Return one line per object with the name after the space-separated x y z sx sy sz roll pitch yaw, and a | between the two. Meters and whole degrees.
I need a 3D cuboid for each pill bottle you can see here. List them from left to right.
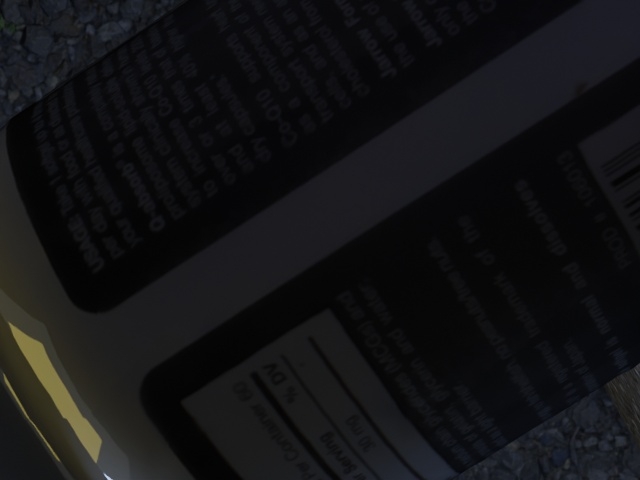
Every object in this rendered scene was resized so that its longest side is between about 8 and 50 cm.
0.000 0.000 0.410 0.162 0.278 0.162 57 -175 -8 | pill bottle
